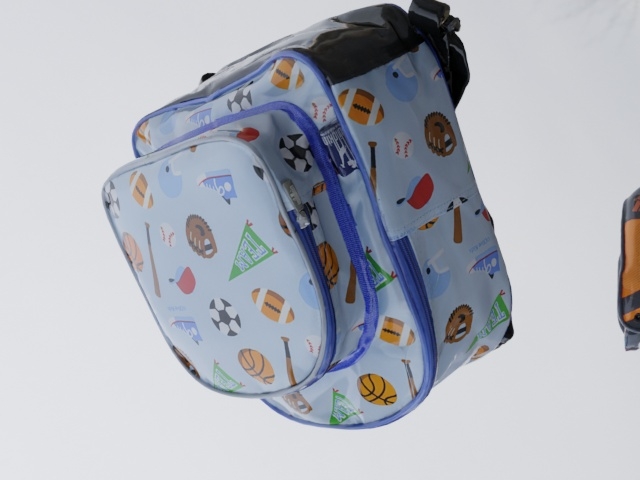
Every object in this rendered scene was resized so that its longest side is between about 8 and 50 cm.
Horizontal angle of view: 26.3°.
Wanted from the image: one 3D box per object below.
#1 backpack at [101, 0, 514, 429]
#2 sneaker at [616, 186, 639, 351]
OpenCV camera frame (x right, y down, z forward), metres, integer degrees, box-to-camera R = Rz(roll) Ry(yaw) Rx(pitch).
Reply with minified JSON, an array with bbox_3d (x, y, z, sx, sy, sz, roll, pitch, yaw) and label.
[{"bbox_3d":[0.000,0.000,0.941,0.213,0.276,0.263,-38,-75,-32],"label":"backpack"},{"bbox_3d":[0.351,0.085,1.146,0.124,0.180,0.321,46,-160,-75],"label":"sneaker"}]
